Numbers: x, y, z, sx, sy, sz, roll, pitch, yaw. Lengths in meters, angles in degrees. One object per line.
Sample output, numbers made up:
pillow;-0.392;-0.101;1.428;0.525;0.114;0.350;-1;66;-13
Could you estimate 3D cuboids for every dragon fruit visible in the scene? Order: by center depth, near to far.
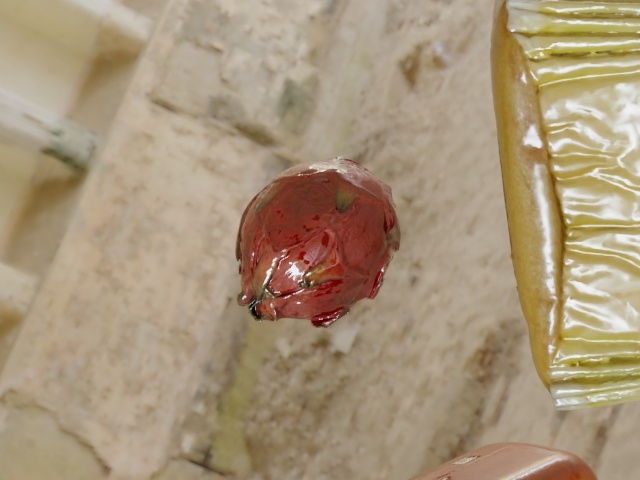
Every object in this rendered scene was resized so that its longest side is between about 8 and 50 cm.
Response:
dragon fruit;0.000;0.000;1.417;0.209;0.172;0.172;-47;1;-31

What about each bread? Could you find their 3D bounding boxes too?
bread;0.183;-0.037;0.856;0.152;0.119;0.288;-38;-57;-60

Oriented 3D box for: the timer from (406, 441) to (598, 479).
timer;0.099;0.276;1.144;0.250;0.257;0.161;0;108;66
